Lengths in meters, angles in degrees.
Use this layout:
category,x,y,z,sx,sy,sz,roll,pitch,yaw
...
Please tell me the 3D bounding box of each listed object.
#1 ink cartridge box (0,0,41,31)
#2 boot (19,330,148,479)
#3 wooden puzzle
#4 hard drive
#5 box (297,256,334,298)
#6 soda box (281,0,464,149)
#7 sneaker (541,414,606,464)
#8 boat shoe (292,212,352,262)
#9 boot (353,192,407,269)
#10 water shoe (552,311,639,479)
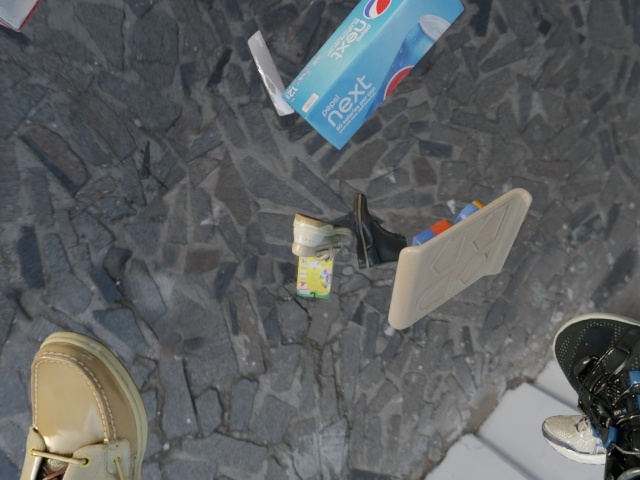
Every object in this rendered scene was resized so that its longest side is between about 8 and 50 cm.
category,x,y,z,sx,sy,sz,roll,pitch,yaw
ink cartridge box,-0.534,-0.437,0.853,0.128,0.175,0.072,-59,144,-3
boot,-0.234,0.228,0.410,0.095,0.203,0.262,9,112,11
wooden puzzle,0.312,0.039,1.213,0.347,0.080,0.322,-25,144,-19
hard drive,-0.144,-0.467,1.503,0.054,0.172,0.255,-23,89,-3
box,-0.014,0.084,1.527,0.105,0.043,0.179,7,104,4
soda box,0.057,-0.212,0.574,0.210,0.067,0.071,-47,136,8
sneaker,0.276,0.175,0.474,0.052,0.135,0.058,-46,120,-44
boat shoe,0.000,0.000,1.223,0.109,0.302,0.098,16,92,15
boot,0.157,-0.029,1.321,0.136,0.077,0.198,-6,90,1
water shoe,0.187,0.108,0.276,0.080,0.203,0.073,5,118,-21
